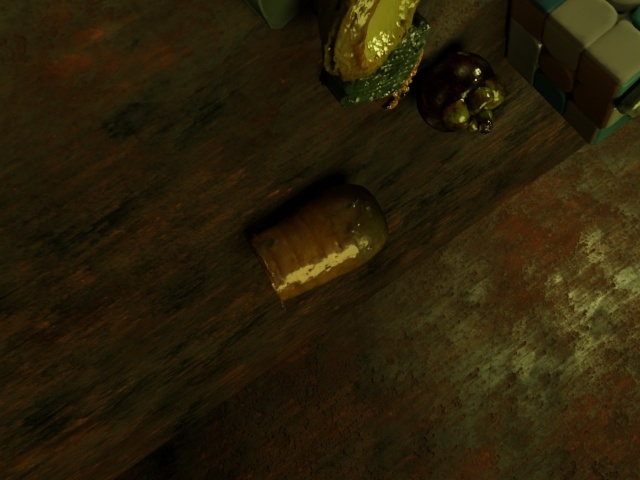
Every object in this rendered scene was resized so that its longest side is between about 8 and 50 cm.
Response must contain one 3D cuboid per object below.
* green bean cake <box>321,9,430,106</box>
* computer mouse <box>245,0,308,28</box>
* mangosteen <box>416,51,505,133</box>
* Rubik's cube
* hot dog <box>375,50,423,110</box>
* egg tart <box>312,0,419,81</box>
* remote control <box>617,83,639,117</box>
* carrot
[{"bbox_3d":[0.106,-0.348,1.177,0.181,0.094,0.173,-24,158,-30],"label":"green bean cake"},{"bbox_3d":[-0.058,-0.377,0.867,0.128,0.079,0.231,-42,177,5],"label":"computer mouse"},{"bbox_3d":[0.330,-0.323,1.436,0.192,0.217,0.192,-27,153,-15],"label":"mangosteen"},{"bbox_3d":[0.677,-0.495,1.444,0.346,0.347,0.344,-39,162,2],"label":"Rubik's cube"},{"bbox_3d":[0.171,-0.352,1.336,0.072,0.055,0.188,-24,158,-29],"label":"hot dog"},{"bbox_3d":[0.077,-0.384,0.947,0.294,0.123,0.294,-55,170,-14],"label":"egg tart"},{"bbox_3d":[0.737,-0.370,1.260,0.309,0.038,0.090,-48,155,25],"label":"remote control"},{"bbox_3d":[0.000,0.000,1.601,0.341,0.224,0.224,-30,160,-6],"label":"carrot"}]
